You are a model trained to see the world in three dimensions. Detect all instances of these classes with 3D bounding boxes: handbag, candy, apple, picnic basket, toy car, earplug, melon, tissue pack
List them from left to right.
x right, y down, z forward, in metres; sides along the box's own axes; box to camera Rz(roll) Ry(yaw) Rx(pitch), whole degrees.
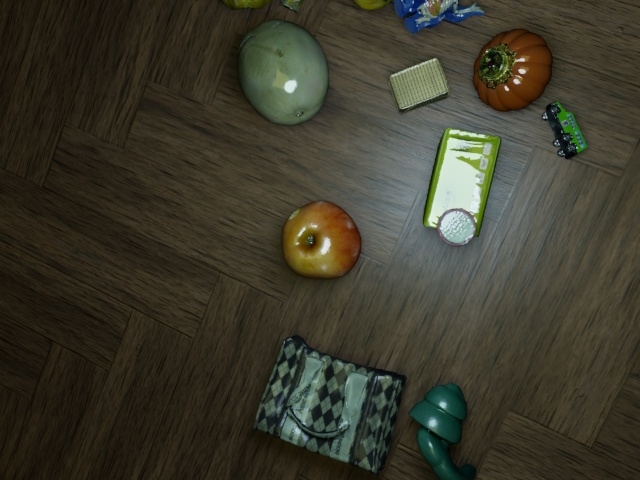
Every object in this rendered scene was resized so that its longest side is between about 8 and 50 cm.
[{"bbox_3d":[-0.110,-0.501,1.648,0.269,0.268,0.330,-28,65,13],"label":"melon"},{"bbox_3d":[0.000,0.000,1.649,0.242,0.241,0.242,1,94,16],"label":"apple"},{"bbox_3d":[0.031,0.490,1.706,0.416,0.180,0.316,13,86,17],"label":"handbag"},{"bbox_3d":[0.293,-0.457,1.647,0.164,0.079,0.115,-18,87,13],"label":"picnic basket"},{"bbox_3d":[0.376,0.565,1.623,0.258,0.164,0.280,21,86,5],"label":"earplug"},{"bbox_3d":[0.358,-0.035,1.459,0.103,0.043,0.103,1,94,8],"label":"candy"},{"bbox_3d":[0.393,-0.158,1.572,0.167,0.200,0.274,14,94,11],"label":"tissue pack"},{"bbox_3d":[0.688,-0.314,1.566,0.063,0.071,0.165,-22,87,-2],"label":"toy car"}]

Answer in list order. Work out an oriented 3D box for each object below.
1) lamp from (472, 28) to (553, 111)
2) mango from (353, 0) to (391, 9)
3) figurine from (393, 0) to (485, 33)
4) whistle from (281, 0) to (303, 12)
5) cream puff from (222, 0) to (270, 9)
[{"bbox_3d":[0.529,-0.468,1.533,0.223,0.197,0.223,-1,89,52],"label":"lamp"},{"bbox_3d":[0.164,-0.818,1.643,0.167,0.130,0.261,15,89,17],"label":"mango"},{"bbox_3d":[0.346,-0.701,1.617,0.262,0.121,0.164,-15,95,-4],"label":"figurine"},{"bbox_3d":[-0.017,-0.863,1.716,0.068,0.057,0.326,30,100,-9],"label":"whistle"},{"bbox_3d":[-0.244,-0.883,1.675,0.291,0.257,0.324,-5,91,10],"label":"cream puff"}]
